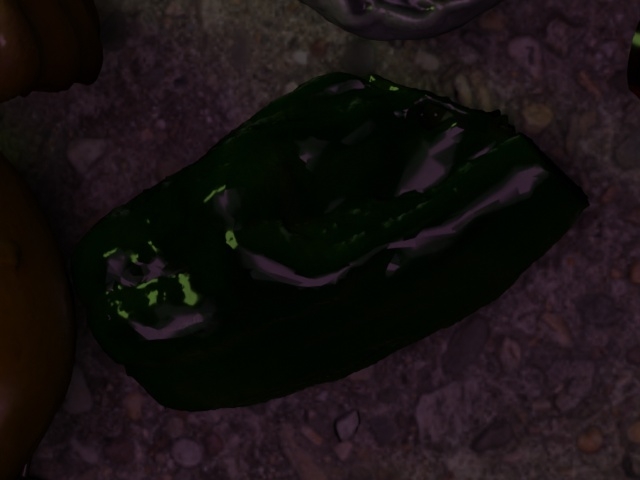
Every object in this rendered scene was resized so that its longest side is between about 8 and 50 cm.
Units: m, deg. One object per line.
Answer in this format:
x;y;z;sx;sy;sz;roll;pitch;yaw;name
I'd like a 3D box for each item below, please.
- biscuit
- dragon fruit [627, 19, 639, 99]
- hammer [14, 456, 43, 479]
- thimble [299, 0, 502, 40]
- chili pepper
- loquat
-0.311;-0.188;1.410;0.325;0.326;0.107;18;104;12;biscuit
0.311;-0.111;1.352;0.172;0.160;0.166;19;64;25;dragon fruit
-0.232;0.155;1.583;0.035;0.019;0.110;14;93;12;hammer
0.070;-0.256;1.373;0.245;0.157;0.217;-30;104;3;thimble
-0.004;-0.004;1.434;0.385;0.167;0.213;-26;91;14;chili pepper
-0.341;0.054;1.435;0.328;0.359;0.328;0;75;2;loquat
